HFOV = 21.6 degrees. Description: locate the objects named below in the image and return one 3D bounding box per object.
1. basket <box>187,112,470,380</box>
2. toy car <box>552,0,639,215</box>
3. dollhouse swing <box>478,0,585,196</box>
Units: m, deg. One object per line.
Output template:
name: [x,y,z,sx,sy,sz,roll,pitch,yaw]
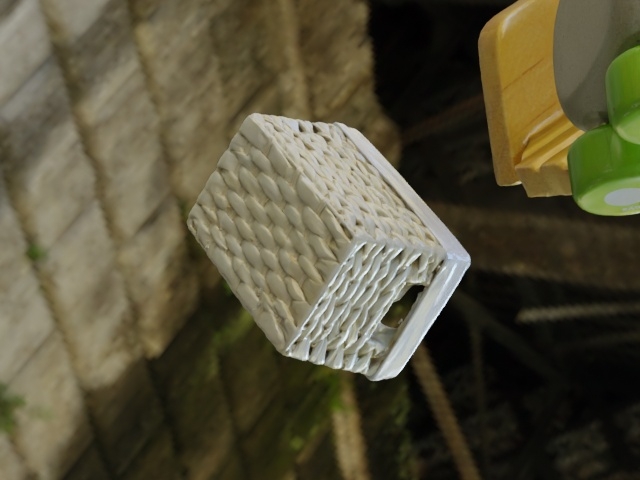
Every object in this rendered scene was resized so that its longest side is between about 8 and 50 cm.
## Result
basket: [0.000,0.000,1.138,0.113,0.103,0.167,-58,-134,20]
toy car: [0.210,-0.106,0.781,0.188,0.155,0.149,-1,-23,-6]
dollhouse swing: [0.239,-0.240,1.106,0.305,0.315,0.347,61,-21,-12]
